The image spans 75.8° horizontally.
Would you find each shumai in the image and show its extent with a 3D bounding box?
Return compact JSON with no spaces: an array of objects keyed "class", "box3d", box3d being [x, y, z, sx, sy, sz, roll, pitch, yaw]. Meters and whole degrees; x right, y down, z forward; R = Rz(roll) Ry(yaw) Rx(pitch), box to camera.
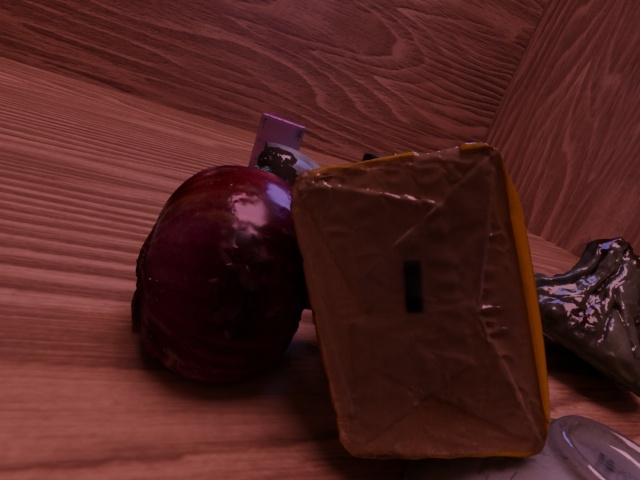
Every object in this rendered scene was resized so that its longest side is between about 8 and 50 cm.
[{"class":"shumai","box3d":[0.603,0.131,0.863,0.309,0.264,0.304,33,5,-17]}]

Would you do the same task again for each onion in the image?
[{"class":"onion","box3d":[-0.106,0.035,0.515,0.272,0.257,0.230,-9,10,-13]}]

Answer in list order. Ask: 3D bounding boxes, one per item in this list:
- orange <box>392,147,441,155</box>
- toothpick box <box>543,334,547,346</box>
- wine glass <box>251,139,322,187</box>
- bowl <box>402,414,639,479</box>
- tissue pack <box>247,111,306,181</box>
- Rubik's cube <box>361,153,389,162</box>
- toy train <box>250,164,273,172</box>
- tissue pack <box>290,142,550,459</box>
[{"class":"orange","box3d":[0.257,-0.129,1.271,0.222,0.301,0.301,7,-5,2]},{"class":"toothpick box","box3d":[0.443,0.205,0.898,0.052,0.052,0.083,11,19,-26]},{"class":"wine glass","box3d":[-0.045,-0.168,1.252,0.356,0.191,0.190,17,18,-18]},{"class":"bowl","box3d":[0.248,0.260,0.385,0.313,0.146,0.313,19,18,-7]},{"class":"tissue pack","box3d":[-0.152,-0.277,1.348,0.148,0.247,0.092,17,20,-4]},{"class":"Rubik's cube","box3d":[0.222,-0.009,0.911,0.288,0.284,0.293,33,26,33]},{"class":"toy train","box3d":[-0.173,-0.074,0.872,0.159,0.129,0.326,-14,18,7]},{"class":"tissue pack","box3d":[0.138,0.045,0.547,0.228,0.294,0.382,-11,2,20]}]
